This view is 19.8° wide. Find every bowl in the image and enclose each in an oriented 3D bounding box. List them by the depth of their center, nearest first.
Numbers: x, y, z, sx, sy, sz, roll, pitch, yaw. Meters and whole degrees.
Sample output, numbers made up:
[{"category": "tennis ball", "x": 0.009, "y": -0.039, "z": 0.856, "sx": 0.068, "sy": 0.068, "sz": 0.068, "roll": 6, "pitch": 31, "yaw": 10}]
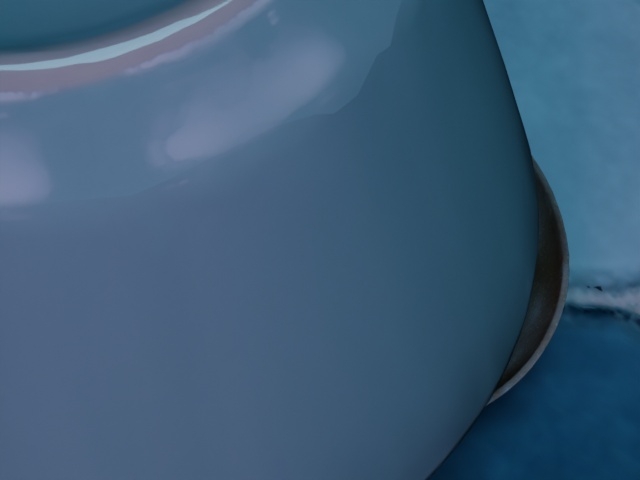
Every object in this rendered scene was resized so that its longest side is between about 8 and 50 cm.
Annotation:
[{"category": "bowl", "x": -0.082, "y": -0.061, "z": 0.527, "sx": 0.312, "sy": 0.163, "sz": 0.311, "roll": 1, "pitch": 53, "yaw": -2}]

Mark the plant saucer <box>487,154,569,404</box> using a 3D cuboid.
[{"category": "plant saucer", "x": 0.000, "y": 0.000, "z": 0.621, "sx": 0.168, "sy": 0.029, "sz": 0.168, "roll": 7, "pitch": 52, "yaw": -9}]
